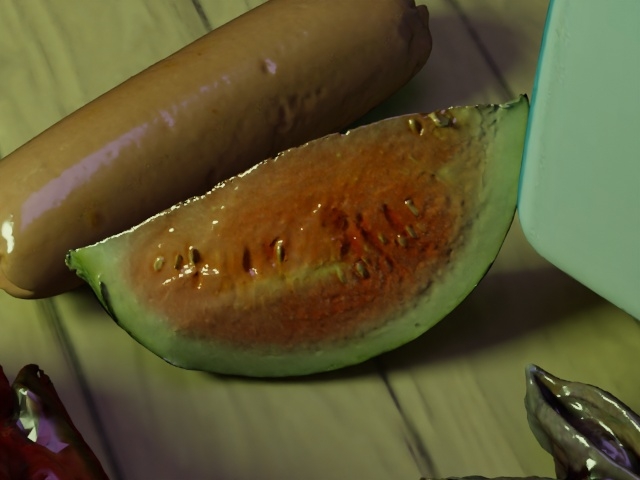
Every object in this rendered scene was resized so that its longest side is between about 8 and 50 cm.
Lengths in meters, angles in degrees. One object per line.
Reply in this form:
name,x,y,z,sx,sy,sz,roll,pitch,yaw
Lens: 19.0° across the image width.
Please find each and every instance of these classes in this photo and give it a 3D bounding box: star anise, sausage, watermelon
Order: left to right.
sausage,-0.064,-0.062,1.036,0.289,0.086,0.086,-33,57,-21
watermelon,-0.001,0.003,0.950,0.245,0.119,0.063,-17,39,14
star anise,0.178,0.125,0.879,0.197,0.073,0.212,-29,57,-17

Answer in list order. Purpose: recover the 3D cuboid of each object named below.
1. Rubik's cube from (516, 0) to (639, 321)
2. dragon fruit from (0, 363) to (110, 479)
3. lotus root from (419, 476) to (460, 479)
Rubik's cube,0.323,-0.122,0.861,0.347,0.351,0.352,28,41,20
dragon fruit,-0.176,0.155,0.841,0.330,0.240,0.302,31,27,0
lotus root,0.085,0.240,0.752,0.146,0.131,0.303,-1,47,-35
